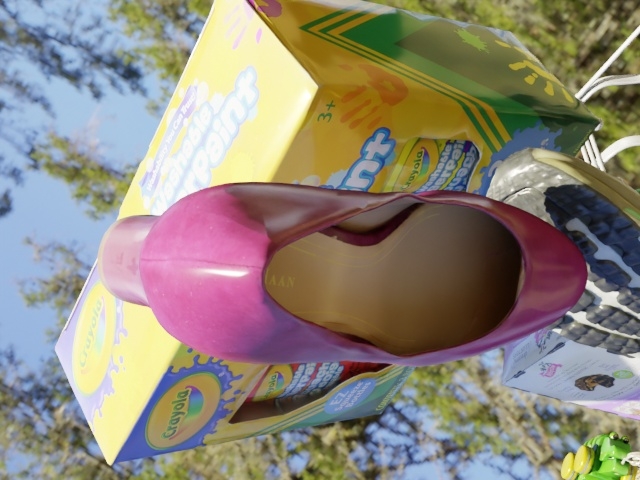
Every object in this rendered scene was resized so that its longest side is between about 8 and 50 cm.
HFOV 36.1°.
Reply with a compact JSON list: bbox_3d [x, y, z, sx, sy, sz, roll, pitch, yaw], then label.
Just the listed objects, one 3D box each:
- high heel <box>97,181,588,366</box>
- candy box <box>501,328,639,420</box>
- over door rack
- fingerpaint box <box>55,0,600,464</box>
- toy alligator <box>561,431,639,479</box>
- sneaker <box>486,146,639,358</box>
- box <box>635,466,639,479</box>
[{"bbox_3d":[0.068,0.029,0.593,0.377,0.127,0.181,-2,-176,-32],"label":"high heel"},{"bbox_3d":[0.325,0.130,1.086,0.196,0.165,0.070,16,-118,-10],"label":"candy box"},{"bbox_3d":[0.408,-0.162,1.122,0.108,0.324,0.239,7,-131,-15],"label":"over door rack"},{"bbox_3d":[0.000,0.000,0.960,0.371,0.444,0.163,0,-137,-42],"label":"fingerpaint box"},{"bbox_3d":[0.292,0.217,0.991,0.056,0.189,0.051,19,-115,1],"label":"toy alligator"},{"bbox_3d":[0.298,0.004,0.862,0.410,0.158,0.182,29,-126,-30],"label":"sneaker"},{"bbox_3d":[0.471,0.449,1.283,0.295,0.293,0.073,55,158,-3],"label":"box"}]
